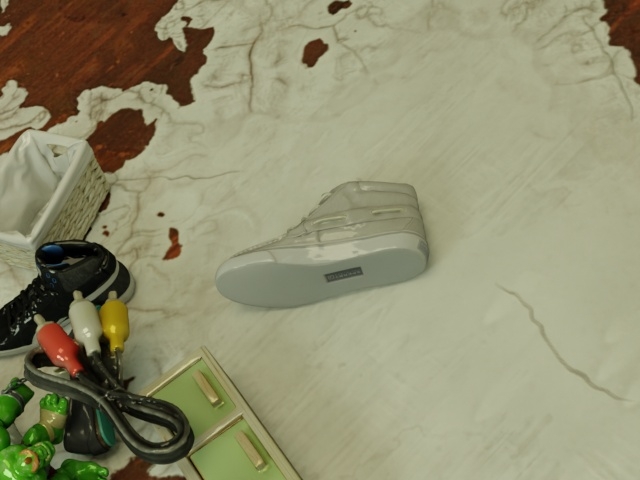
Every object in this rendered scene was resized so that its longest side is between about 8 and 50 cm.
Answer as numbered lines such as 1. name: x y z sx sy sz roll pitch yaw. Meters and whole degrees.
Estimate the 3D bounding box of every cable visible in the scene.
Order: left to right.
1. cable: -0.247 0.154 1.453 0.139 0.072 0.287 -20 34 -19

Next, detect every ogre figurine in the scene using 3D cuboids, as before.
1. ogre figurine: -0.317 0.253 1.464 0.097 0.118 0.197 -20 93 32

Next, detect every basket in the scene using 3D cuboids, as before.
1. basket: -0.367 -0.048 1.728 0.113 0.103 0.167 12 63 26

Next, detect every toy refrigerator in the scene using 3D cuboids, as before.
1. toy refrigerator: -0.093 0.249 1.435 0.102 0.094 0.269 -36 52 -5

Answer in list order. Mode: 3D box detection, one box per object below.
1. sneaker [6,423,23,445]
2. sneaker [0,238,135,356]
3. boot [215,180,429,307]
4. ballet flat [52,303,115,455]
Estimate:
1. sneaker: -0.486 0.315 1.509 0.236 0.130 0.323 25 63 36
2. sneaker: -0.354 0.061 1.639 0.217 0.121 0.079 -25 52 2
3. boot: 0.000 0.000 1.582 0.258 0.095 0.123 -8 49 5
4. ballet flat: -0.292 0.169 1.578 0.074 0.074 0.203 -16 56 9
